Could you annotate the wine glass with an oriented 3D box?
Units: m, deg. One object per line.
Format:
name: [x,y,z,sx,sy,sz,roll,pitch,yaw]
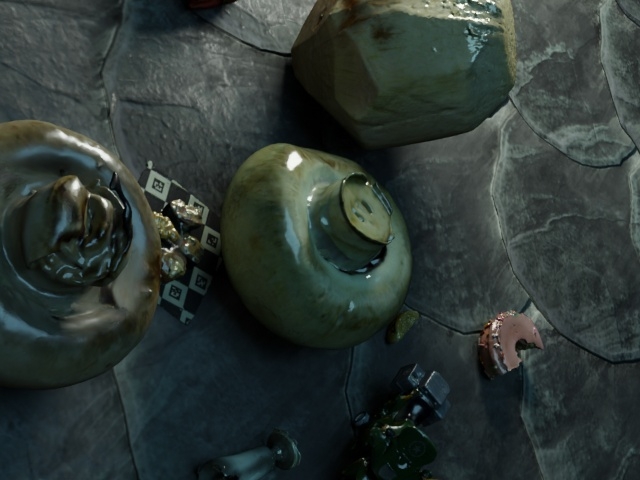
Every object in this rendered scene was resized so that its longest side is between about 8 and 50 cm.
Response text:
wine glass: [-0.107,0.339,1.749,0.155,0.072,0.072,-17,84,-46]

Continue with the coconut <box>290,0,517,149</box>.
coconut: [0.142,-0.344,2.082,0.415,0.415,0.344,-34,123,-46]

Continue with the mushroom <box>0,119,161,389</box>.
mushroom: [-0.356,0.010,1.501,0.362,0.294,0.362,18,62,-38]

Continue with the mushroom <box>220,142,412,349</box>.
mushroom: [0.000,0.000,1.864,0.352,0.260,0.352,26,51,-36]

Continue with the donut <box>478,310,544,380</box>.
donut: [0.359,0.193,2.250,0.166,0.065,0.117,-23,90,-47]

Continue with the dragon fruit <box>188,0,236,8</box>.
dragon fruit: [-0.125,-0.557,2.033,0.152,0.205,0.317,15,63,-39]

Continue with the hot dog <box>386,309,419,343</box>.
hot dog: [0.144,0.150,2.094,0.034,0.030,0.090,55,44,-8]

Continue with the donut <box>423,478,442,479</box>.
donut: [0.183,0.522,1.908,0.277,0.108,0.277,19,60,-36]

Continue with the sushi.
sushi: [-0.224,-0.001,1.811,0.193,0.040,0.210,40,49,-23]

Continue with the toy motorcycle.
toy motorcycle: [0.133,0.309,1.902,0.125,0.187,0.274,51,45,-13]
